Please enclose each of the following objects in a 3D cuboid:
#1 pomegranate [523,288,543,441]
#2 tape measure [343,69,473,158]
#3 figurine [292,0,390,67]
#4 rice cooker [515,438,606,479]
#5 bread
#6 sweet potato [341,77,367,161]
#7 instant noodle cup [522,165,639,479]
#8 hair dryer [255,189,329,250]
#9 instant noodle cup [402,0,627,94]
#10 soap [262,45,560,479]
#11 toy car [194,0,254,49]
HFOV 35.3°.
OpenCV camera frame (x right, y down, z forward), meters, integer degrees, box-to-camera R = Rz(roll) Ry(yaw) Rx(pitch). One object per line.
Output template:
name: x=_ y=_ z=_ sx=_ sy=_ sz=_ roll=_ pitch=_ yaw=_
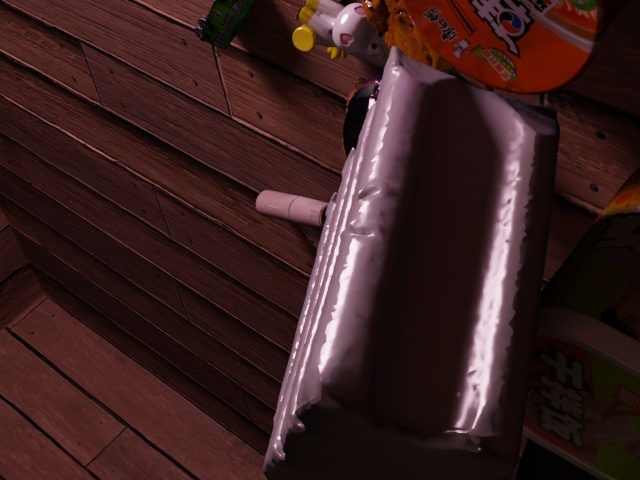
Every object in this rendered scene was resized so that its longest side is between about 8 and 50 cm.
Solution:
pomegranate: x=0.371 y=0.219 z=1.500 sx=0.276 sy=0.204 sz=0.222 roll=48 pitch=173 yaw=6
tape measure: x=0.136 y=-0.134 z=1.352 sx=0.223 sy=0.202 sz=0.135 roll=46 pitch=151 yaw=-10
figurine: x=0.051 y=-0.289 z=1.402 sx=0.178 sy=0.109 sz=0.129 roll=23 pitch=172 yaw=38
rice cooker: x=0.376 y=0.352 z=1.273 sx=0.267 sy=0.267 sz=0.224 roll=25 pitch=142 yaw=36
bread: x=0.146 y=-0.289 z=1.176 sx=0.149 sy=0.158 sz=0.143 roll=46 pitch=158 yaw=-2
sweet potato: x=0.095 y=-0.098 z=1.575 sx=0.109 sy=0.109 sz=0.385 roll=29 pitch=150 yaw=30
instant noodle cup: x=0.380 y=0.086 z=1.162 sx=0.294 sy=0.308 sz=0.294 roll=28 pitch=150 yaw=17
hair dryer: x=-0.007 y=0.000 z=1.926 sx=0.195 sy=0.053 sz=0.220 roll=16 pitch=147 yaw=47
instant noodle cup: x=0.220 y=-0.303 z=1.005 sx=0.250 sy=0.192 sz=0.250 roll=34 pitch=152 yaw=22
soap: x=0.095 y=0.067 z=1.083 sx=0.213 sy=0.435 sz=0.350 roll=19 pitch=145 yaw=-4
toy car: x=-0.146 y=-0.367 z=1.584 sx=0.062 sy=0.071 sz=0.165 roll=32 pitch=154 yaw=-6
